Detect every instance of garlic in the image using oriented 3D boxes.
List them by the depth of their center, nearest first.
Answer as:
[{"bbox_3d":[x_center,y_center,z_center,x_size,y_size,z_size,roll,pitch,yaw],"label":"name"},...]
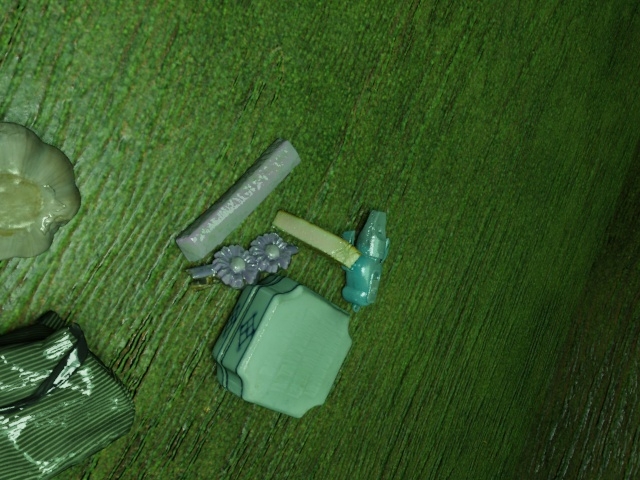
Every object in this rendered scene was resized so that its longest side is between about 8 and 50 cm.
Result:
[{"bbox_3d":[-0.505,-0.080,0.810,0.227,0.152,0.228,-13,109,-44],"label":"garlic"}]

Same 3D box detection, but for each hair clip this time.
[{"bbox_3d":[-0.160,0.051,1.153,0.292,0.085,0.106,-20,68,-36],"label":"hair clip"}]

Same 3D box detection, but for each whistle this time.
[{"bbox_3d":[0.122,0.055,1.356,0.186,0.093,0.274,11,93,-51],"label":"whistle"}]

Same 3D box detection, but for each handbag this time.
[{"bbox_3d":[-0.503,0.274,0.840,0.340,0.247,0.241,-22,101,-30],"label":"handbag"}]

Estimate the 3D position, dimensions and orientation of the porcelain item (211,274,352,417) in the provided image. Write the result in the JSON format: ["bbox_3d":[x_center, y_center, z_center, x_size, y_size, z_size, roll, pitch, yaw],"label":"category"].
[{"bbox_3d":[-0.086,0.243,1.195,0.281,0.157,0.286,33,78,-39],"label":"porcelain item"}]

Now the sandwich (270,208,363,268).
[{"bbox_3d":[0.000,0.000,1.210,0.193,0.162,0.058,32,82,-36],"label":"sandwich"}]

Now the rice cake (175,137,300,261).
[{"bbox_3d":[-0.167,-0.096,1.129,0.365,0.056,0.073,-47,125,-20],"label":"rice cake"}]
